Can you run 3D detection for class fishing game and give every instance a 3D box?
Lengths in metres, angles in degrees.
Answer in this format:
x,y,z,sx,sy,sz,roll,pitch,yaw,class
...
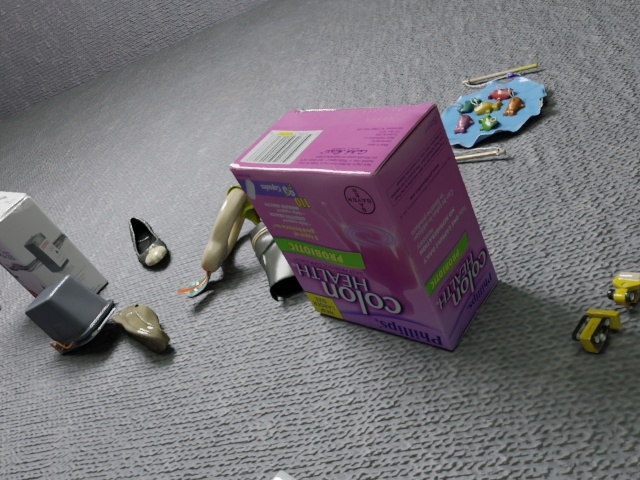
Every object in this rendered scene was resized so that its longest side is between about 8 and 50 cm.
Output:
x,y,z,sx,sy,sz,roll,pitch,yaw,class
0.269,-0.216,0.984,0.189,0.041,0.264,-2,42,40,fishing game

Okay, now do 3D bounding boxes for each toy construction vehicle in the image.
x,y,z,sx,sy,sz,roll,pitch,yaw,class
0.300,0.073,0.574,0.098,0.035,0.086,-46,25,-29,toy construction vehicle

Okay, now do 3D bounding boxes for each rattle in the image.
x,y,z,sx,sy,sz,roll,pitch,yaw,class
-0.122,0.021,0.969,0.130,0.143,0.199,-38,29,58,rattle

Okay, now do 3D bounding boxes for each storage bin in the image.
x,y,z,sx,sy,sz,roll,pitch,yaw,class
-0.407,0.118,0.968,0.135,0.091,0.098,-23,29,43,storage bin

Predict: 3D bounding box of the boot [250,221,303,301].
x,y,z,sx,sy,sz,roll,pitch,yaw,class
0.000,0.000,0.880,0.198,0.077,0.137,-33,40,9,boot

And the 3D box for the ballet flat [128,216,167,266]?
x,y,z,sx,sy,sz,roll,pitch,yaw,class
-0.329,0.003,1.133,0.057,0.049,0.173,-38,34,-12,ballet flat

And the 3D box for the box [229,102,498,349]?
x,y,z,sx,sy,sz,roll,pitch,yaw,class
0.052,-0.018,0.689,0.214,0.243,0.117,10,50,44,box

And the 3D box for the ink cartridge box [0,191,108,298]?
x,y,z,sx,sy,sz,roll,pitch,yaw,class
-0.515,0.022,1.095,0.159,0.217,0.092,6,46,42,ink cartridge box

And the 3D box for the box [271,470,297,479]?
x,y,z,sx,sy,sz,roll,pitch,yaw,class
-0.003,0.294,0.418,0.181,0.119,0.182,12,50,46,box

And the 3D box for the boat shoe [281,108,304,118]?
x,y,z,sx,sy,sz,roll,pitch,yaw,class
-0.032,-0.205,1.186,0.065,0.083,0.183,-22,6,11,boat shoe

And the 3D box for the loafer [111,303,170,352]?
x,y,z,sx,sy,sz,roll,pitch,yaw,class
-0.266,0.125,0.912,0.148,0.056,0.050,14,58,47,loafer
